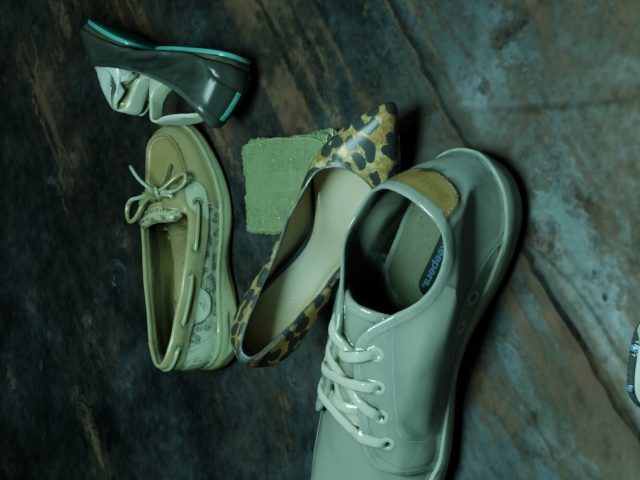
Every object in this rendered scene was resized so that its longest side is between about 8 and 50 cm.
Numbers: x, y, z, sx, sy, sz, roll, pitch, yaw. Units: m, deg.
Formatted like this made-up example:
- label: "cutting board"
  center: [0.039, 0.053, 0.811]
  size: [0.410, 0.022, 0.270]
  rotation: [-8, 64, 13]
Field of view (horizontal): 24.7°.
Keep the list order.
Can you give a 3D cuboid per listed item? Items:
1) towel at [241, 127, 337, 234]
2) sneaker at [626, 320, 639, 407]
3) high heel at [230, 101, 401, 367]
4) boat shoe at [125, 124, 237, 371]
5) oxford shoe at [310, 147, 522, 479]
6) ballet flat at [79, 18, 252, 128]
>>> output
- label: "towel"
  center: [-0.028, -0.058, 1.531]
  size: [0.148, 0.027, 0.110]
  rotation: [-4, 89, 46]
- label: "sneaker"
  center: [0.301, 0.040, 1.154]
  size: [0.081, 0.080, 0.211]
  rotation: [15, 111, 39]
- label: "high heel"
  center: [0.000, 0.000, 1.379]
  size: [0.093, 0.186, 0.261]
  rotation: [29, 117, 3]
- label: "boat shoe"
  center: [-0.157, 0.004, 1.624]
  size: [0.104, 0.089, 0.285]
  rotation: [-23, 74, 46]
- label: "oxford shoe"
  center: [0.055, 0.122, 1.375]
  size: [0.169, 0.130, 0.449]
  rotation: [35, 117, 39]
- label: "ballet flat"
  center: [-0.192, -0.184, 1.646]
  size: [0.280, 0.095, 0.096]
  rotation: [20, 94, 45]
